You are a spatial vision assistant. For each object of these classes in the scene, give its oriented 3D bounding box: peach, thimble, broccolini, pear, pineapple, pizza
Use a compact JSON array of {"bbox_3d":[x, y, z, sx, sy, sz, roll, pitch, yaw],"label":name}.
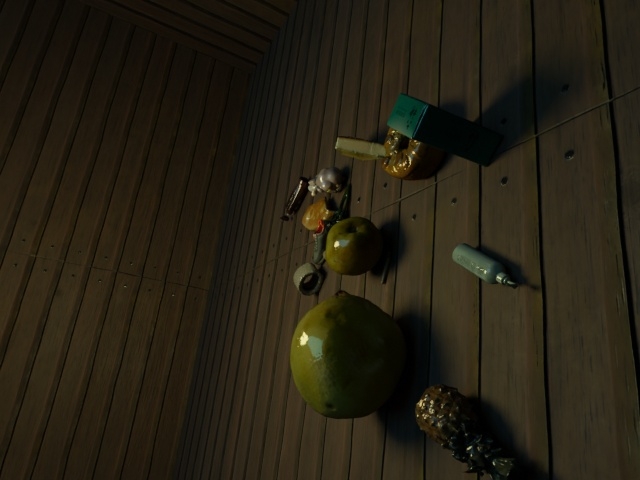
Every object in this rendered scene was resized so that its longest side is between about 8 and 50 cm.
[{"bbox_3d":[0.066,0.317,1.258,0.315,0.314,0.281,57,159,5],"label":"peach"},{"bbox_3d":[-0.051,0.155,1.822,0.115,0.102,0.090,-42,29,1],"label":"thimble"},{"bbox_3d":[0.092,-0.126,1.774,0.201,0.074,0.058,-65,-23,-22],"label":"broccolini"},{"bbox_3d":[0.110,0.018,1.464,0.200,0.200,0.199,-42,41,49],"label":"pear"},{"bbox_3d":[0.306,0.408,0.928,0.248,0.128,0.128,39,112,58],"label":"pineapple"},{"bbox_3d":[-0.008,-0.106,1.933,0.271,0.056,0.134,-34,48,56],"label":"pizza"}]

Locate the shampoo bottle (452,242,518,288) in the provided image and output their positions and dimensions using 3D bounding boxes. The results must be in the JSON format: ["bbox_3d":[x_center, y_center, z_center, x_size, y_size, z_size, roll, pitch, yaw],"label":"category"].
[{"bbox_3d":[0.382,0.065,1.037,0.056,0.056,0.195,-68,27,13],"label":"shampoo bottle"}]

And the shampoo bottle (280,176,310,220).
[{"bbox_3d":[-0.125,-0.197,2.209,0.236,0.068,0.067,-62,30,26],"label":"shampoo bottle"}]

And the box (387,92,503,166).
[{"bbox_3d":[0.314,-0.282,1.153,0.092,0.245,0.153,-67,25,21],"label":"box"}]

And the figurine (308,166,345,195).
[{"bbox_3d":[0.024,-0.245,1.884,0.229,0.137,0.111,-6,113,58],"label":"figurine"}]

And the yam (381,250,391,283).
[{"bbox_3d":[0.208,0.086,1.429,0.014,0.014,0.107,2,78,64],"label":"yam"}]

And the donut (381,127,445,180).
[{"bbox_3d":[0.283,-0.289,1.372,0.226,0.114,0.226,-42,40,48],"label":"donut"}]

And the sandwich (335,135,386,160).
[{"bbox_3d":[0.162,-0.333,1.679,0.162,0.193,0.057,0,-77,-78],"label":"sandwich"}]

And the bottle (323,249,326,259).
[{"bbox_3d":[0.052,0.041,1.742,0.096,0.045,0.045,-39,42,47],"label":"bottle"}]

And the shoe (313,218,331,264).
[{"bbox_3d":[-0.001,0.001,1.830,0.194,0.077,0.074,-69,26,11],"label":"shoe"}]
